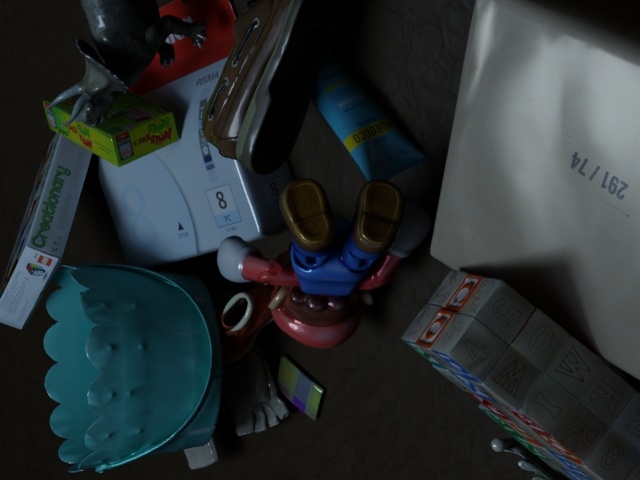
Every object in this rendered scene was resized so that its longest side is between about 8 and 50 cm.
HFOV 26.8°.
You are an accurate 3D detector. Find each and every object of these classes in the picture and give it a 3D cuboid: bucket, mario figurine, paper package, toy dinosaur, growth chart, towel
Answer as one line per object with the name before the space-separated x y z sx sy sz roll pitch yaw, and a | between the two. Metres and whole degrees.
bucket | -0.253 0.164 1.795 0.281 0.183 0.281 177 90 -67
mario figurine | 0.000 0.000 1.556 0.198 0.170 0.320 34 157 5
paper package | 0.287 -0.059 1.216 0.325 0.168 0.310 32 128 34
toy dinosaur | -0.237 -0.295 1.641 0.121 0.160 0.314 -1 90 49
growth chart | 0.277 0.278 1.405 0.237 0.172 0.021 40 98 27
towel | -0.029 0.197 1.801 0.083 0.009 0.060 37 132 31

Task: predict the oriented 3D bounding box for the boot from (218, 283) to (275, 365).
boot | -0.116 0.113 1.771 0.059 0.084 0.158 52 122 17

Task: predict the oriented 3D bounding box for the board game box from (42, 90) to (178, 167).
board game box | -0.273 -0.155 1.737 0.181 0.092 0.043 28 136 46

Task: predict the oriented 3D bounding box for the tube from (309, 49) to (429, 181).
tube | 0.032 -0.149 1.532 0.207 0.080 0.052 53 158 22

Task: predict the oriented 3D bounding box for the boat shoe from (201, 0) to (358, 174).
boat shoe | -0.049 -0.231 1.488 0.104 0.110 0.307 32 103 29

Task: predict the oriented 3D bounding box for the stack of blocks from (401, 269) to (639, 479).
stack of blocks | 0.224 0.153 1.290 0.297 0.087 0.171 39 172 -14

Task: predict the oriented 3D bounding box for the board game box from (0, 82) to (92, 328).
board game box | -0.380 -0.050 1.893 0.193 0.053 0.305 -52 24 47

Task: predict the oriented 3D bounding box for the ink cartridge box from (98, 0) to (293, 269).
ink cartridge box | -0.201 -0.168 1.765 0.308 0.091 0.385 -14 98 50

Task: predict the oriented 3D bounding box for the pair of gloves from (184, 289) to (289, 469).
pair of gloves | -0.149 0.200 1.904 0.240 0.042 0.204 -38 70 43
